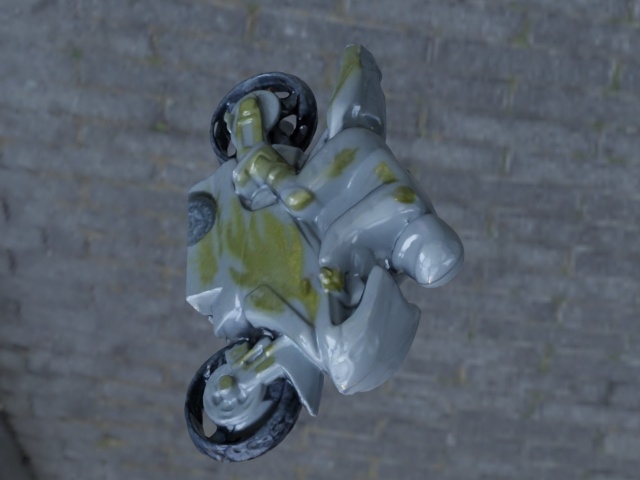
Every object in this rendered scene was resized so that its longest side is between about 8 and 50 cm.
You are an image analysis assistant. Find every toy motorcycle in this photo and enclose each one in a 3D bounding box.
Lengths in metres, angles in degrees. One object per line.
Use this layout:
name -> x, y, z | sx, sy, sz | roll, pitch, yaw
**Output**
toy motorcycle -> 0.000, 0.000, 0.821 | 0.151, 0.229, 0.074 | -13, 143, 24
